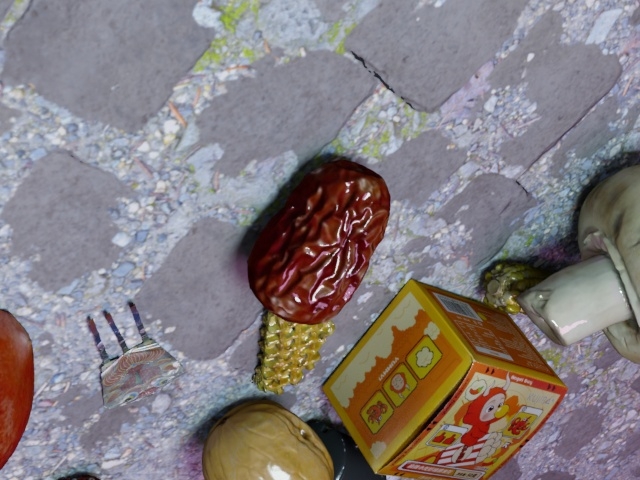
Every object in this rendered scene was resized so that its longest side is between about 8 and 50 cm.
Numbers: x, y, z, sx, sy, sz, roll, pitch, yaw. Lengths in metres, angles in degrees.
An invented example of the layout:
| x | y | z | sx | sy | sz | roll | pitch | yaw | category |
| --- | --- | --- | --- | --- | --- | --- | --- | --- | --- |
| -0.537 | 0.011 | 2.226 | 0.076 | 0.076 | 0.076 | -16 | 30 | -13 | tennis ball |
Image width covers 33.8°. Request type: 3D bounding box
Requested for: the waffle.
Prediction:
| x | y | z | sx | sy | sz | roll | pitch | yaw | category |
| --- | --- | --- | --- | --- | --- | --- | --- | --- | --- |
| -0.056 | 0.163 | 1.613 | 0.160 | 0.046 | 0.192 | 13 | 121 | -47 | waffle |

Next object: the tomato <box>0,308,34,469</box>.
| x | y | z | sx | sy | sz | roll | pitch | yaw | category |
| --- | --- | --- | --- | --- | --- | --- | --- | --- | --- |
| -0.466 | 0.232 | 1.272 | 0.309 | 0.170 | 0.309 | -20 | 140 | -18 | tomato |

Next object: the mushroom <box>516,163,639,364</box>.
| x | y | z | sx | sy | sz | roll | pitch | yaw | category |
| --- | --- | --- | --- | --- | --- | --- | --- | --- | --- |
| 0.532 | 0.070 | 1.701 | 0.325 | 0.353 | 0.353 | 39 | 103 | -27 | mushroom |

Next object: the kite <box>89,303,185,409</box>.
| x | y | z | sx | sy | sz | roll | pitch | yaw | category |
| --- | --- | --- | --- | --- | --- | --- | --- | --- | --- |
| -0.264 | 0.158 | 1.479 | 0.127 | 0.016 | 0.229 | -26 | 144 | -17 | kite |

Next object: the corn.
| x | y | z | sx | sy | sz | roll | pitch | yaw | category |
| --- | --- | --- | --- | --- | --- | --- | --- | --- | --- |
| 0.388 | 0.094 | 1.841 | 0.320 | 0.097 | 0.097 | 11 | 122 | -45 | corn |

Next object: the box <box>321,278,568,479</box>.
| x | y | z | sx | sy | sz | roll | pitch | yaw | category |
| --- | --- | --- | --- | --- | --- | --- | --- | --- | --- |
| 0.211 | 0.250 | 1.761 | 0.283 | 0.214 | 0.259 | 20 | 114 | -43 | box |

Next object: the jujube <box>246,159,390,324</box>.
| x | y | z | sx | sy | sz | roll | pitch | yaw | category |
| --- | --- | --- | --- | --- | --- | --- | --- | --- | --- |
| 0.000 | 0.000 | 1.407 | 0.155 | 0.155 | 0.230 | 11 | 114 | -43 | jujube |

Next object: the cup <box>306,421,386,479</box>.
| x | y | z | sx | sy | sz | roll | pitch | yaw | category |
| --- | --- | --- | --- | --- | --- | --- | --- | --- | --- |
| 0.033 | 0.392 | 1.828 | 0.223 | 0.169 | 0.176 | -42 | 134 | 3 | cup |

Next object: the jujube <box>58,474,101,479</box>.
| x | y | z | sx | sy | sz | roll | pitch | yaw | category |
| --- | --- | --- | --- | --- | --- | --- | --- | --- | --- |
| -0.391 | 0.424 | 1.592 | 0.166 | 0.104 | 0.104 | -32 | 142 | 2 | jujube |

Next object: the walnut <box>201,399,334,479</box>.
| x | y | z | sx | sy | sz | roll | pitch | yaw | category |
| --- | --- | --- | --- | --- | --- | --- | --- | --- | --- |
| -0.079 | 0.359 | 1.660 | 0.195 | 0.221 | 0.195 | -51 | -175 | 7 | walnut |
